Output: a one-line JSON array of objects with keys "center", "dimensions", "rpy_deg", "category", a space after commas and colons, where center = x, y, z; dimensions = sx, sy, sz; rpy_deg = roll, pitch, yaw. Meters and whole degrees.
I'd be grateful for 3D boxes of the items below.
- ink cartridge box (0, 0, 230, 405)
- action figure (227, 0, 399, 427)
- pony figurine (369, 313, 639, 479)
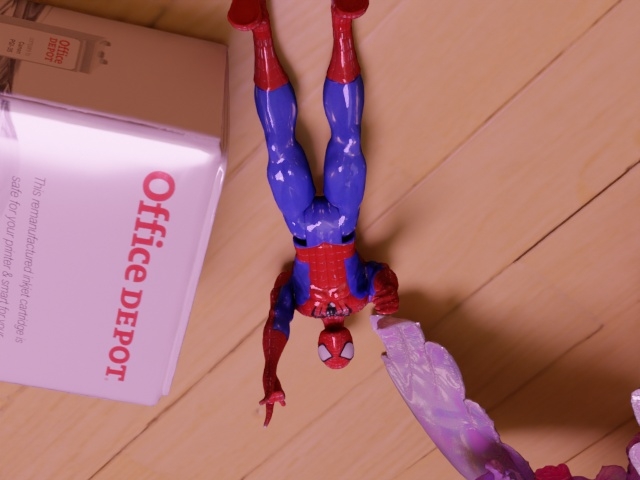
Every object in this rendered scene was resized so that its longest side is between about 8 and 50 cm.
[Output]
[{"center": [-0.208, -0.030, 0.597], "dimensions": [0.283, 0.117, 0.207], "rpy_deg": [11, 127, -11], "category": "ink cartridge box"}, {"center": [0.000, 0.000, 0.627], "dimensions": [0.091, 0.139, 0.280], "rpy_deg": [-5, 131, 3], "category": "action figure"}, {"center": [0.185, 0.218, 0.698], "dimensions": [0.302, 0.363, 0.351], "rpy_deg": [-5, 129, 36], "category": "pony figurine"}]
